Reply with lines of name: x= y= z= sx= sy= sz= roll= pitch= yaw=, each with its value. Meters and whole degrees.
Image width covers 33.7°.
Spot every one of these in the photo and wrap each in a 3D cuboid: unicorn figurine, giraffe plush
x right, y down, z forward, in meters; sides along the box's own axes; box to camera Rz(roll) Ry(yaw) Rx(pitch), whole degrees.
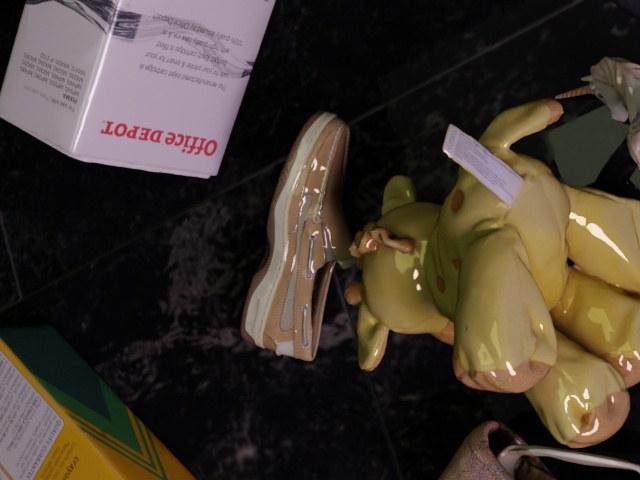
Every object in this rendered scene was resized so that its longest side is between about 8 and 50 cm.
unicorn figurine: x=0.209 y=-0.065 z=0.642 sx=0.111 sy=0.162 sz=0.060 roll=41 pitch=106 yaw=-2
giraffe plush: x=0.096 y=0.025 z=0.678 sx=0.210 sy=0.181 sz=0.170 roll=49 pitch=147 yaw=-14

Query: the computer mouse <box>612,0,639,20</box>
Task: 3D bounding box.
computer mouse: x=0.176 y=-0.256 z=0.613 sx=0.188 sy=0.072 sz=0.272 roll=-18 pitch=81 yaw=44

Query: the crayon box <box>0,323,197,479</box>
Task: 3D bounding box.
crayon box: x=-0.208 y=0.248 z=0.897 sx=0.323 sy=0.083 sz=0.203 roll=40 pitch=109 yaw=28

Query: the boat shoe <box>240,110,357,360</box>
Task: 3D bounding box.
boat shoe: x=0.000 y=0.000 z=0.795 sx=0.072 sy=0.068 sz=0.190 roll=21 pitch=109 yaw=19

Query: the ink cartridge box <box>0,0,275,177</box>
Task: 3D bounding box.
ink cartridge box: x=-0.127 y=-0.180 z=0.810 sx=0.100 sy=0.172 sz=0.237 roll=26 pitch=102 yaw=31

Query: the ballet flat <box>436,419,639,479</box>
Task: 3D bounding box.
ballet flat: x=0.191 y=0.192 z=0.615 sx=0.316 sy=0.107 sz=0.106 roll=24 pitch=89 yaw=42
